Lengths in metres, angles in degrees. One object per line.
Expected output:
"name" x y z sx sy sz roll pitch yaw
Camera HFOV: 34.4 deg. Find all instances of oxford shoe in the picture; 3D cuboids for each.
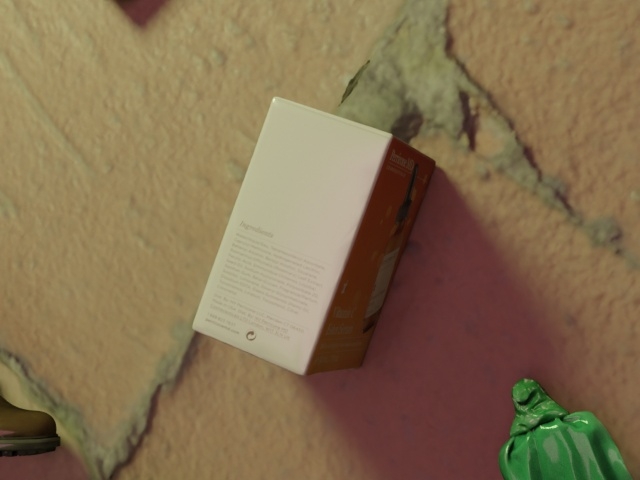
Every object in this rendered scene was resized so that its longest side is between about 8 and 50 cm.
"oxford shoe" -0.315 0.124 0.866 0.227 0.083 0.096 13 87 18

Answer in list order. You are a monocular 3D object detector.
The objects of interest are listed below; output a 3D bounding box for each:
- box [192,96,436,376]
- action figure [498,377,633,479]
"box" 0.000 0.000 0.738 0.091 0.130 0.170 21 94 20
"action figure" 0.183 0.202 0.697 0.137 0.063 0.232 -24 83 18
